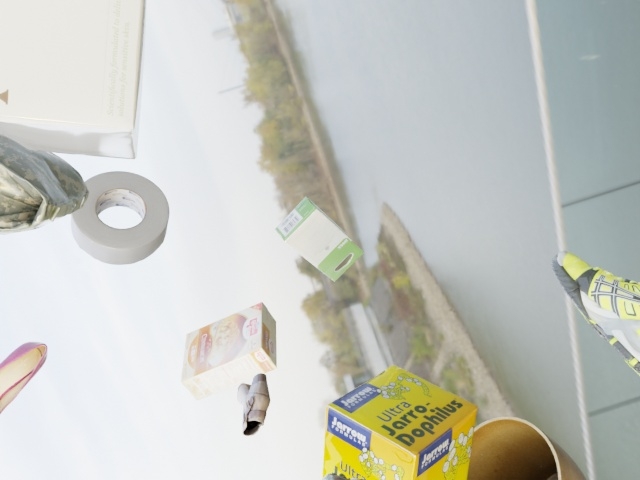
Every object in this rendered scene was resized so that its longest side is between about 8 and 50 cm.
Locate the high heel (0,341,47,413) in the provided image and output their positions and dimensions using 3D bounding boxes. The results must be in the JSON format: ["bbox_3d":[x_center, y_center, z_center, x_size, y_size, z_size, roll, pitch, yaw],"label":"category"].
[{"bbox_3d":[-0.608,0.290,1.409,0.082,0.117,0.244,49,-132,-11],"label":"high heel"}]

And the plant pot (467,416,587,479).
[{"bbox_3d":[0.425,0.494,1.483,0.254,0.237,0.237,29,-150,-39],"label":"plant pot"}]

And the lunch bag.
[{"bbox_3d":[-0.545,-0.097,1.233,0.235,0.287,0.169,-98,32,-82],"label":"lunch bag"}]

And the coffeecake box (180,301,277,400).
[{"bbox_3d":[-0.185,0.226,1.537,0.068,0.185,0.142,58,-165,-33],"label":"coffeecake box"}]

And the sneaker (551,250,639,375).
[{"bbox_3d":[0.630,0.137,1.569,0.145,0.147,0.384,40,-168,-40],"label":"sneaker"}]

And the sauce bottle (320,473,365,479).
[{"bbox_3d":[0.153,0.367,0.880,0.111,0.344,0.111,-163,90,-81],"label":"sauce bottle"}]

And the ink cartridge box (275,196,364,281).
[{"bbox_3d":[0.000,0.000,1.791,0.209,0.109,0.062,40,-174,-42],"label":"ink cartridge box"}]

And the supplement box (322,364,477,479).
[{"bbox_3d":[0.133,0.443,1.346,0.195,0.194,0.356,21,119,37],"label":"supplement box"}]

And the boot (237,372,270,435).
[{"bbox_3d":[-0.110,0.266,1.180,0.118,0.042,0.087,121,159,-49],"label":"boot"}]

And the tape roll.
[{"bbox_3d":[-0.462,-0.054,1.731,0.072,0.219,0.219,116,143,-53],"label":"tape roll"}]

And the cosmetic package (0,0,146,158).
[{"bbox_3d":[-0.277,-0.203,0.842,0.365,0.155,0.197,-167,82,-75],"label":"cosmetic package"}]
